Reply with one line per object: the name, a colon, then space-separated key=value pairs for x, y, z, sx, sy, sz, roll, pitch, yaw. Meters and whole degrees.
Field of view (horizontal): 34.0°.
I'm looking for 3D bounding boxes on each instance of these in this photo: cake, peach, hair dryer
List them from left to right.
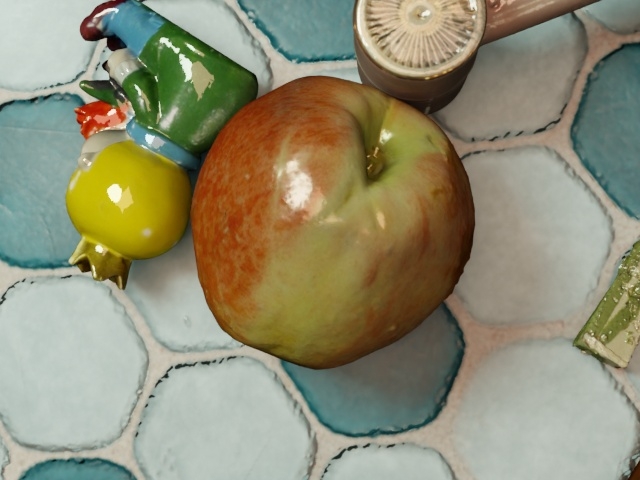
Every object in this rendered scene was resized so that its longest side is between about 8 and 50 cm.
peach: x=0.000 y=0.000 z=0.873 sx=0.232 sy=0.232 sz=0.257 roll=40 pitch=132 yaw=8
hair dryer: x=0.194 y=-0.205 z=0.878 sx=0.344 sy=0.189 sz=0.107 roll=-18 pitch=86 yaw=2
cake: x=0.276 y=0.052 z=0.928 sx=0.051 sy=0.055 sz=0.140 roll=33 pitch=72 yaw=9

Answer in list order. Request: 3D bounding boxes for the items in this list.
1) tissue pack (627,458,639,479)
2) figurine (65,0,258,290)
tissue pack: x=0.361 y=0.212 z=0.873 sx=0.183 sy=0.092 sz=0.226 roll=32 pitch=91 yaw=6
figurine: x=-0.176 y=-0.087 z=0.946 sx=0.185 sy=0.127 sz=0.234 roll=34 pitch=100 yaw=13
